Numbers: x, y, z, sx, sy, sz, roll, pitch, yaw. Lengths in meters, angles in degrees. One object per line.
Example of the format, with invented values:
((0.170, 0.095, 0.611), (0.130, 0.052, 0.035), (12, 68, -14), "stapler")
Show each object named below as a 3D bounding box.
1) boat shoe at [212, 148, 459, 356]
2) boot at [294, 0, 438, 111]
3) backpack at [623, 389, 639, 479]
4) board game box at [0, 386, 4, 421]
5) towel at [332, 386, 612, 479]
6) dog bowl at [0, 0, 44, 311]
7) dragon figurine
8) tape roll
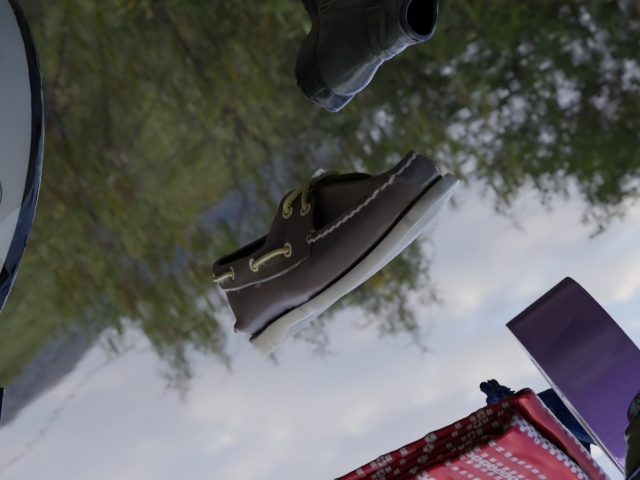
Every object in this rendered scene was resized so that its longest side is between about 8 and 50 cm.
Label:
((0.000, 0.000, 1.166), (0.116, 0.097, 0.324), (-38, 178, -32), "boat shoe")
((0.056, -0.249, 1.367), (0.161, 0.083, 0.246), (-35, -139, 38), "boot")
((0.353, 0.175, 1.174), (0.158, 0.173, 0.117), (109, -1, -47), "backpack")
((-0.440, 0.247, 1.539), (0.243, 0.165, 0.042), (-96, -151, -45), "board game box")
((0.051, 0.202, 0.730), (0.275, 0.199, 0.031), (-32, -160, 28), "towel")
((-0.382, -0.040, 0.968), (0.408, 0.408, 0.150), (-25, 151, 29), "dog bowl")
((0.348, 0.255, 1.872), (0.144, 0.289, 0.085), (-42, 150, -42), "dragon figurine")
((0.315, 0.171, 1.503), (0.090, 0.275, 0.275), (-38, -171, 3), "tape roll")
